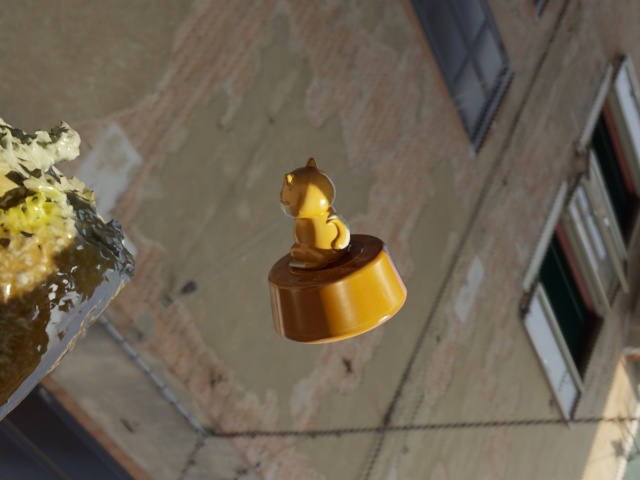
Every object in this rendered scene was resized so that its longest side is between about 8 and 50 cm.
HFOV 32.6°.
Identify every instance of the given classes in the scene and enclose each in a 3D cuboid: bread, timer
[{"bbox_3d":[-0.247,0.016,0.715,0.246,0.195,0.176,-44,-170,-6],"label":"bread"},{"bbox_3d":[0.000,0.000,1.019,0.132,0.152,0.132,-14,-160,5],"label":"timer"}]
